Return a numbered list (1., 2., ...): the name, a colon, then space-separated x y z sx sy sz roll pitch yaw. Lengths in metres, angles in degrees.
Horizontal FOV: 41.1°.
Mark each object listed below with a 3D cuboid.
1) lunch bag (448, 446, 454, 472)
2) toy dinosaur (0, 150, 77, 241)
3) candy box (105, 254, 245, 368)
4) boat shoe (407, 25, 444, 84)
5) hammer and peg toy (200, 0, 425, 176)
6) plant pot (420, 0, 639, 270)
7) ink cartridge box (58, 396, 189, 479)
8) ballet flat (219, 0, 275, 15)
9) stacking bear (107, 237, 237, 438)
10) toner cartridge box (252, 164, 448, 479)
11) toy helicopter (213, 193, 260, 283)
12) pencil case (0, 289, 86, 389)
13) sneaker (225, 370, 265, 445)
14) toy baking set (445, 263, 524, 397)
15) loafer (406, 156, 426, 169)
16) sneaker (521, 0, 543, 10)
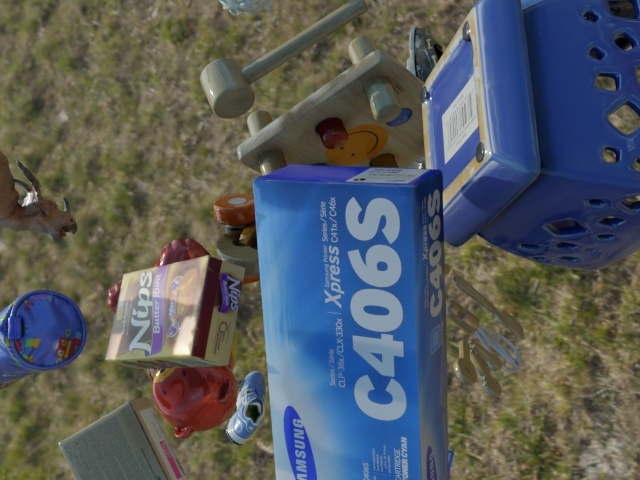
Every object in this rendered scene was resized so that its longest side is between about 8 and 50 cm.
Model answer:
1. lunch bag: 0.166 0.421 1.685 0.129 0.151 0.096 -135 45 -57
2. toy dinosaur: -0.552 -0.104 1.421 0.127 0.296 0.200 4 36 34
3. candy box: -0.165 0.085 0.947 0.186 0.053 0.109 -13 63 49
4. boat shoe: 0.204 -0.346 1.637 0.068 0.081 0.228 -4 39 10
5. hammer and peg toy: 0.026 -0.160 1.170 0.265 0.361 0.127 -31 60 23
6. plant pot: 0.229 -0.113 0.861 0.236 0.212 0.236 123 149 -67
7. ink cartridge box: -0.397 0.470 1.753 0.193 0.088 0.235 -30 81 11
8. ballet flat: -0.039 -0.491 1.100 0.147 0.147 0.409 22 89 44
9. stacking bear: -0.194 0.157 1.237 0.175 0.164 0.289 -37 34 7
10. toner cartridge box: 0.034 0.106 0.823 0.165 0.075 0.348 4 107 29
11. toy helicopter: 0.000 0.000 1.446 0.235 0.354 0.140 -140 43 -61
12. pencil case: -0.480 0.162 1.344 0.306 0.133 0.120 -23 70 51
13. sneaker: -0.161 0.399 2.072 0.081 0.080 0.211 -40 24 33
14. toy baking set: 0.191 0.114 1.153 0.030 0.256 0.197 -41 81 30
15. loafer: 0.167 -0.143 1.663 0.220 0.080 0.079 26 112 53
16. sneaker: 0.446 -0.453 1.459 0.329 0.130 0.147 -15 109 15
